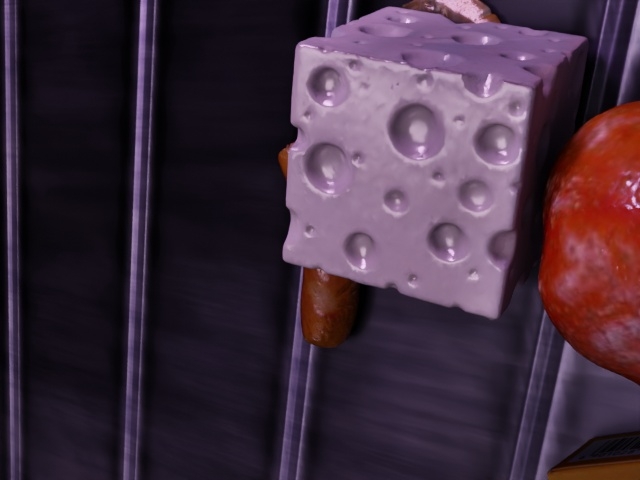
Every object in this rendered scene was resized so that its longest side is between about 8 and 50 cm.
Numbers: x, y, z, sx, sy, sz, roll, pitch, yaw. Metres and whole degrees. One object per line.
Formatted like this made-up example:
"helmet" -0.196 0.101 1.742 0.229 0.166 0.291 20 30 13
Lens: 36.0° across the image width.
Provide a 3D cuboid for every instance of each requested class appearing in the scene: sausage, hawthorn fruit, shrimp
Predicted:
"sausage" 0.003 0.001 1.332 0.103 0.076 0.302 2 103 57
"hawthorn fruit" 0.338 0.010 0.915 0.284 0.284 0.284 14 111 39
"shrimp" 0.103 -0.191 1.204 0.296 0.058 0.169 -27 79 39

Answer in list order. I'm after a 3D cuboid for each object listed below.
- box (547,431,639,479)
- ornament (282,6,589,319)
"box" 0.462 0.312 0.976 0.415 0.116 0.264 -22 86 44
"ornament" 0.123 -0.095 1.037 0.239 0.240 0.239 14 116 22
